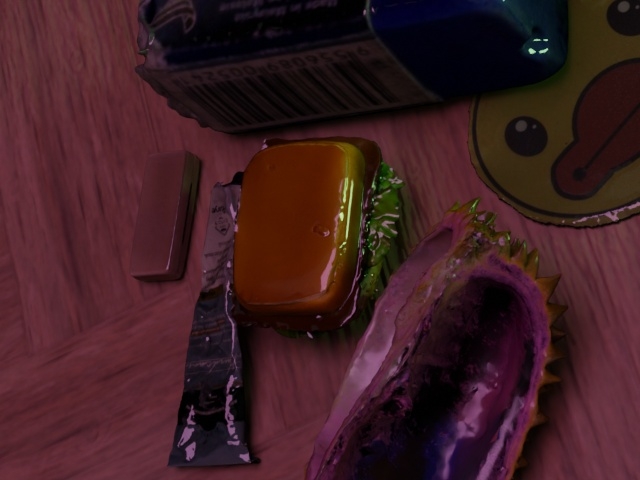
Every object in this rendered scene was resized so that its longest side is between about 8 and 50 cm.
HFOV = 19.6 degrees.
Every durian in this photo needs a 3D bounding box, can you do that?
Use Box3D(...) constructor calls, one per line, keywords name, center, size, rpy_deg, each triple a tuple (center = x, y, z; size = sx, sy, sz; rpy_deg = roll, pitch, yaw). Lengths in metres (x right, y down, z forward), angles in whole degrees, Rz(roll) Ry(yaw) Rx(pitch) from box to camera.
Box3D(name="durian", center=(0.075, 0.100, 1.364), size=(0.260, 0.153, 0.186), rpy_deg=(-51, 33, 8))

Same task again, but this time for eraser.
Box3D(name="eraser", center=(0.020, -0.170, 1.481), size=(0.332, 0.155, 0.102), rpy_deg=(-8, 65, 28))

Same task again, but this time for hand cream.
Box3D(name="hand cream", center=(-0.075, 0.063, 1.515), size=(0.075, 0.052, 0.248), rpy_deg=(-13, 68, 49))

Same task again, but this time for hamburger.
Box3D(name="hamburger", center=(0.000, 0.000, 1.467), size=(0.137, 0.087, 0.166), rpy_deg=(2, 72, 29))

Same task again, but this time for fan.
Box3D(name="fan", center=(0.244, -0.093, 1.415), size=(0.229, 0.011, 0.335), rpy_deg=(-51, 55, 3))

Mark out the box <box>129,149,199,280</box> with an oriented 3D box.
Box3D(name="box", center=(-0.133, -0.021, 1.587), size=(0.048, 0.025, 0.115), rpy_deg=(-6, 67, 32))
